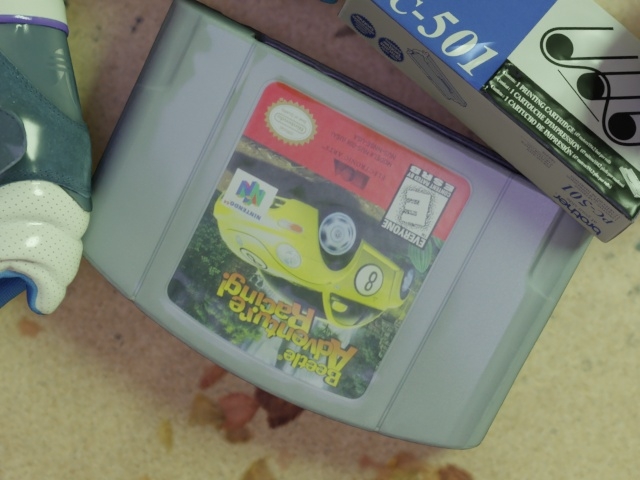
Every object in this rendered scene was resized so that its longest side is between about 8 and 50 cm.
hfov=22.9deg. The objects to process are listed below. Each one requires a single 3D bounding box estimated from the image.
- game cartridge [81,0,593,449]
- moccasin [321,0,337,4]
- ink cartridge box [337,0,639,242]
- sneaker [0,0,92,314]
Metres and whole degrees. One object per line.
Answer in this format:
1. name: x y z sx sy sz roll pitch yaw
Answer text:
1. game cartridge: 0.000 0.000 0.978 0.294 0.060 0.196 27 106 5
2. moccasin: -0.050 -0.262 0.832 0.117 0.138 0.342 15 139 20
3. ink cartridge box: 0.121 -0.103 0.921 0.207 0.046 0.097 41 69 2
4. sneaker: -0.298 -0.031 0.965 0.323 0.130 0.236 -5 84 8
